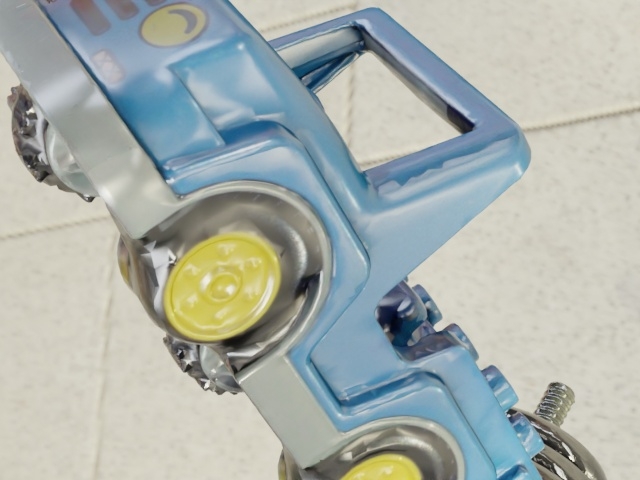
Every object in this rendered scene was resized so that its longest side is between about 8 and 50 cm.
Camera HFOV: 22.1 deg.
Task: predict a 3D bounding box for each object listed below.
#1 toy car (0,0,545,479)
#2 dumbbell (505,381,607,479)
[{"bbox_3d":[0.000,0.000,0.413,0.100,0.191,0.097,-36,40,-4],"label":"toy car"},{"bbox_3d":[0.053,0.139,0.645,0.099,0.099,0.208,1,46,43],"label":"dumbbell"}]
